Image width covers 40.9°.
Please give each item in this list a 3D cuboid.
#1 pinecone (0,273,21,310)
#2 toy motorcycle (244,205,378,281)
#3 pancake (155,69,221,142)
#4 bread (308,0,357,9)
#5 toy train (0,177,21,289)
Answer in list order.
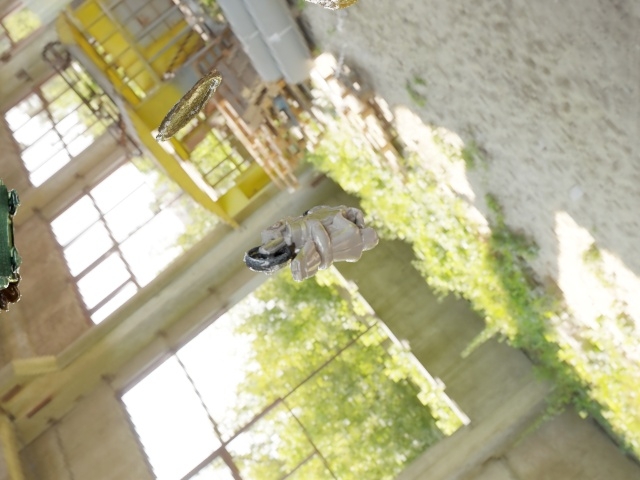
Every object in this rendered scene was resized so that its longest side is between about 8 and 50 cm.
[{"bbox_3d":[-0.630,0.054,1.545,0.179,0.150,0.195,51,171,25],"label":"pinecone"},{"bbox_3d":[0.000,0.000,1.759,0.223,0.341,0.107,8,113,28],"label":"toy motorcycle"},{"bbox_3d":[-0.274,-0.276,1.777,0.021,0.199,0.199,42,179,-1],"label":"pancake"},{"bbox_3d":[0.098,-0.574,1.510,0.215,0.398,0.398,54,178,-24],"label":"bread"},{"bbox_3d":[-0.350,-0.005,0.917,0.081,0.050,0.122,-26,67,60],"label":"toy train"}]
